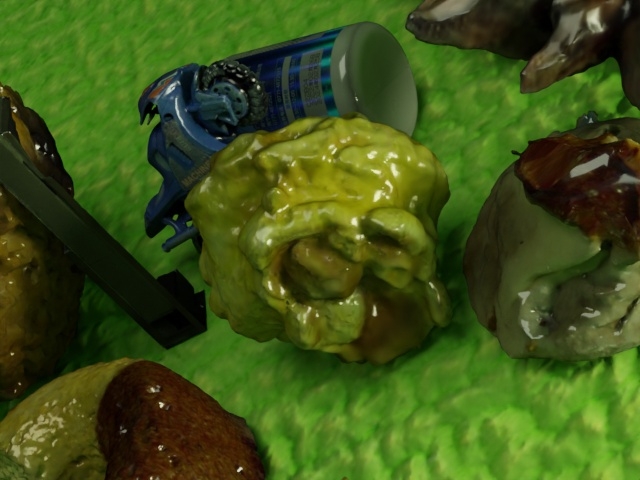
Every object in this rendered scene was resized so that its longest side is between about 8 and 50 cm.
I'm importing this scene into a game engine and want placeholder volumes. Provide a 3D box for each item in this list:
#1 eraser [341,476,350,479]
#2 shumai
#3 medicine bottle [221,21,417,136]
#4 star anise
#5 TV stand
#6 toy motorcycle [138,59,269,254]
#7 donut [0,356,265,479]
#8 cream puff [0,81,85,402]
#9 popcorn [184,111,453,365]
[{"bbox_3d":[0.009,0.270,1.114,0.158,0.069,0.226,26,74,46],"label":"eraser"},{"bbox_3d":[0.171,-0.018,1.196,0.201,0.120,0.201,-20,48,23],"label":"shumai"},{"bbox_3d":[-0.026,-0.107,1.442,0.191,0.107,0.107,-10,50,33],"label":"medicine bottle"},{"bbox_3d":[0.238,-0.191,1.226,0.349,0.109,0.292,28,68,24],"label":"star anise"},{"bbox_3d":[-0.174,-0.010,1.362,0.040,0.256,0.049,-26,41,19],"label":"TV stand"},{"bbox_3d":[-0.092,-0.064,1.389,0.114,0.205,0.076,24,45,20],"label":"toy motorcycle"},{"bbox_3d":[-0.127,0.153,1.275,0.295,0.112,0.151,11,56,52],"label":"donut"},{"bbox_3d":[-0.317,-0.026,1.441,0.231,0.343,0.327,-22,17,-8],"label":"cream puff"},{"bbox_3d":[0.000,0.002,1.275,0.197,0.197,0.155,-19,47,26],"label":"popcorn"}]
